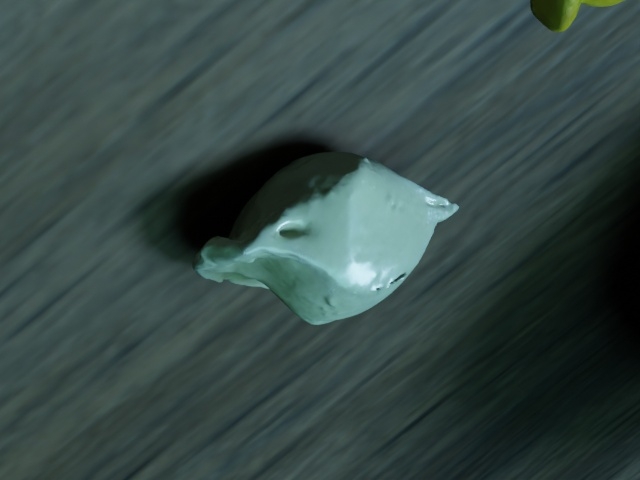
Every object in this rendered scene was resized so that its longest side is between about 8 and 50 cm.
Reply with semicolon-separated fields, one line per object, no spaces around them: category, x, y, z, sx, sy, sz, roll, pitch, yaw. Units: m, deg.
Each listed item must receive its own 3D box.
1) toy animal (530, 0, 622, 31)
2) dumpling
toy animal;0.107;-0.120;0.441;0.159;0.070;0.083;-23;145;-27
dumpling;-0.001;-0.002;0.524;0.076;0.057;0.052;-47;118;-31
